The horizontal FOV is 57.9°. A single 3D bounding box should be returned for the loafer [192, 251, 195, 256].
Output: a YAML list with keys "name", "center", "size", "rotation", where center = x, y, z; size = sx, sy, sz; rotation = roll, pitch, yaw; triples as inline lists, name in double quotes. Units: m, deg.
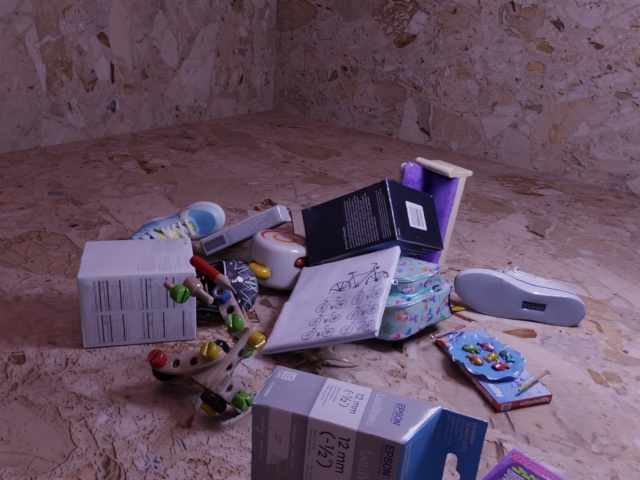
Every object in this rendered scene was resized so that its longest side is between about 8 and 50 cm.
- name: "loafer"
  center: [-0.458, 0.096, 1.690]
  size: [0.078, 0.080, 0.220]
  rotation: [-20, 7, 38]

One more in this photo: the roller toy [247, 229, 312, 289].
- name: "roller toy"
  center: [-0.117, 0.062, 1.715]
  size: [0.191, 0.146, 0.209]
  rotation: [9, 15, -7]

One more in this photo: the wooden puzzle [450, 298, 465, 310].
- name: "wooden puzzle"
  center: [0.358, 0.182, 1.692]
  size: [0.079, 0.014, 0.116]
  rotation: [-7, 26, -34]

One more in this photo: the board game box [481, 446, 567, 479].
- name: "board game box"
  center: [0.420, 0.496, 0.944]
  size: [0.208, 0.056, 0.347]
  rotation: [-23, 35, -39]

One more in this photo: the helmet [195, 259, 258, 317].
- name: "helmet"
  center: [-0.243, 0.126, 1.519]
  size: [0.162, 0.169, 0.169]
  rotation: [-10, 20, 16]

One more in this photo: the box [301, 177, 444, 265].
- name: "box"
  center: [0.155, -0.029, 1.686]
  size: [0.294, 0.182, 0.296]
  rotation: [-17, -16, 34]

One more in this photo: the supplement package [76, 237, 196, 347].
- name: "supplement package"
  center: [-0.452, 0.125, 1.449]
  size: [0.263, 0.197, 0.199]
  rotation: [-2, 25, -15]

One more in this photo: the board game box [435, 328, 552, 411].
- name: "board game box"
  center: [0.410, 0.304, 1.402]
  size: [0.145, 0.027, 0.281]
  rotation: [-2, 24, -19]

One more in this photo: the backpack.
- name: "backpack"
  center: [0.202, 0.154, 1.526]
  size: [0.254, 0.190, 0.225]
  rotation: [-25, 24, -33]

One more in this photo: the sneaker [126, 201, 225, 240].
- name: "sneaker"
  center: [-0.458, -0.010, 1.792]
  size: [0.319, 0.127, 0.208]
  rotation: [-18, 21, 22]

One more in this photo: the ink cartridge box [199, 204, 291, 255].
- name: "ink cartridge box"
  center: [-0.227, -0.033, 1.880]
  size: [0.275, 0.060, 0.239]
  rotation: [-24, -3, 8]

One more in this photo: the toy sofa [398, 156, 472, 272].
- name: "toy sofa"
  center: [0.334, -0.071, 1.836]
  size: [0.177, 0.362, 0.150]
  rotation: [-6, 25, -38]

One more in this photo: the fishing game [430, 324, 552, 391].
- name: "fishing game"
  center: [0.402, 0.270, 1.397]
  size: [0.189, 0.041, 0.264]
  rotation: [-10, 27, -36]

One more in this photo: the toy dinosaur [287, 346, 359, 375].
- name: "toy dinosaur"
  center: [-0.004, 0.273, 1.371]
  size: [0.183, 0.053, 0.092]
  rotation: [11, 23, 15]

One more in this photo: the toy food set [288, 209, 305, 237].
- name: "toy food set"
  center: [0.000, 0.000, 1.978]
  size: [0.220, 0.092, 0.306]
  rotation: [12, 23, -12]

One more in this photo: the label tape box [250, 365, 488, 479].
- name: "label tape box"
  center: [0.066, 0.367, 0.920]
  size: [0.348, 0.249, 0.115]
  rotation: [12, 24, 16]

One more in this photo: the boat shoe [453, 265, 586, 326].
- name: "boat shoe"
  center: [0.569, 0.136, 1.682]
  size: [0.368, 0.135, 0.156]
  rotation: [10, 24, 6]

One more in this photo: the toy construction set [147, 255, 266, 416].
- name: "toy construction set"
  center: [-0.199, 0.212, 1.202]
  size: [0.237, 0.308, 0.258]
  rotation: [29, 42, 35]

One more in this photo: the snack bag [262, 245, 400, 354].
- name: "snack bag"
  center: [0.037, 0.138, 1.443]
  size: [0.323, 0.037, 0.342]
  rotation: [-15, 29, 30]
